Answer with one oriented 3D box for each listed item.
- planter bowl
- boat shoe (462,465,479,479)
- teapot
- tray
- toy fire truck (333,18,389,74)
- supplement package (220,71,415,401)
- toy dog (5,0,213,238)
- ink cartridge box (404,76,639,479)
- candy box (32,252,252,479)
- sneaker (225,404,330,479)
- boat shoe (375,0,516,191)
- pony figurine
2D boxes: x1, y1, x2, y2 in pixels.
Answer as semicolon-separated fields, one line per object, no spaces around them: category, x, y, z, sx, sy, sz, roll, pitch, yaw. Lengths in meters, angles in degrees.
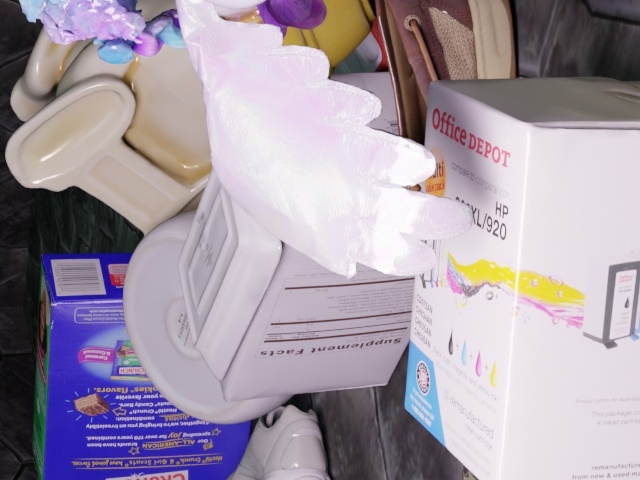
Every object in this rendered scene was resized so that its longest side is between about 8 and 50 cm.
planter bowl;-0.008;-0.219;1.488;0.217;0.090;0.217;-17;-90;-81
boat shoe;0.152;0.172;1.365;0.223;0.080;0.073;152;110;-76
teapot;-0.078;0.064;1.956;0.256;0.187;0.252;-19;92;46
tray;-0.089;0.011;1.618;0.270;0.030;0.145;117;145;-58
toy fire truck;0.018;-0.270;1.662;0.254;0.169;0.302;59;158;9
supplement package;0.000;0.000;1.674;0.293;0.175;0.177;113;148;-54
toy dog;-0.194;-0.230;2.091;0.395;0.284;0.408;-52;29;22
ink cartridge box;0.165;0.021;1.148;0.171;0.168;0.233;-140;51;-67
candy box;-0.223;0.174;2.273;0.122;0.268;0.317;-112;26;-56
sneaker;-0.051;0.256;2.048;0.262;0.099;0.121;145;128;-61
boat shoe;0.093;-0.049;1.452;0.123;0.123;0.342;177;91;-73
pony figurine;-0.055;-0.179;1.068;0.351;0.363;0.303;25;90;38
